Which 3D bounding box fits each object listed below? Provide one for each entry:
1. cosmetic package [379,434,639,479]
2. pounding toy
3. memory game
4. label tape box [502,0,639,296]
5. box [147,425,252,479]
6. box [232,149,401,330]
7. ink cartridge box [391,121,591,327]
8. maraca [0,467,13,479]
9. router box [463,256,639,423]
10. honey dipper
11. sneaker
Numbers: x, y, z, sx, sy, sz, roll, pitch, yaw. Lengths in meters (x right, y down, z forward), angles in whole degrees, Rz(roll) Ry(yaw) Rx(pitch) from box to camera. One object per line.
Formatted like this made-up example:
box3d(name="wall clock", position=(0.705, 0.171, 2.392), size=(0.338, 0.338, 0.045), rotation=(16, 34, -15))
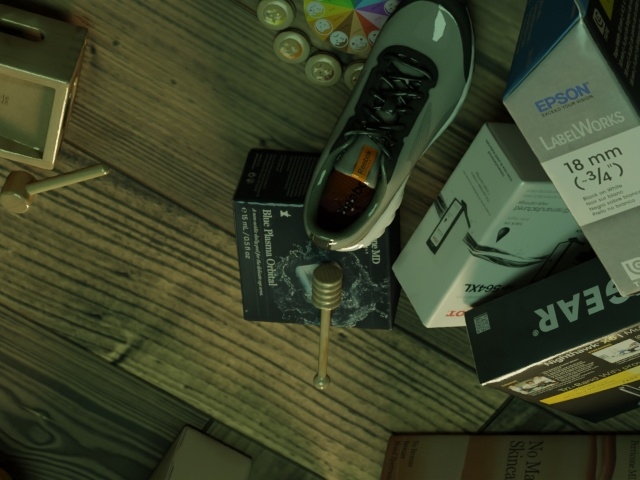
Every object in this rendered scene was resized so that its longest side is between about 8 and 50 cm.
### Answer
box3d(name="cosmetic package", position=(0.216, 0.304, 1.947), size=(0.296, 0.153, 0.129), rotation=(-2, 127, 13))
box3d(name="pounding toy", position=(-0.289, -0.126, 1.782), size=(0.181, 0.094, 0.206), rotation=(15, 138, -5))
box3d(name="memory game", position=(0.030, -0.217, 1.683), size=(0.186, 0.012, 0.186), rotation=(6, 127, 8))
box3d(name="label tape box", position=(0.241, -0.157, 1.535), size=(0.106, 0.240, 0.333), rotation=(-21, 119, 28))
box3d(name="box", position=(-0.188, 0.352, 2.103), size=(0.094, 0.113, 0.275), rotation=(28, 129, -9))
box3d(name="box", position=(0.000, 0.000, 1.803), size=(0.158, 0.093, 0.156), rotation=(3, 127, 9))
box3d(name="ink cartridge box", position=(0.184, -0.012, 1.715), size=(0.148, 0.086, 0.203), rotation=(-1, 137, -34))
box3d(name="maraca", position=(-0.417, 0.321, 2.145), size=(0.127, 0.099, 0.185), rotation=(30, 153, -3))
box3d(name="router box", position=(0.332, 0.075, 1.710), size=(0.309, 0.081, 0.243), rotation=(-24, 153, 28))
box3d(name="honey dipper", position=(0.003, 0.091, 1.797), size=(0.030, 0.030, 0.160), rotation=(10, 133, 6))
box3d(name="sneaker", position=(0.064, -0.106, 1.645), size=(0.100, 0.108, 0.271), rotation=(26, 102, 6))
